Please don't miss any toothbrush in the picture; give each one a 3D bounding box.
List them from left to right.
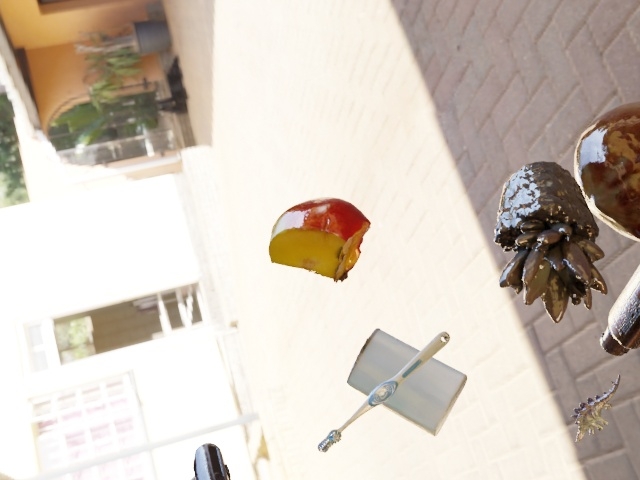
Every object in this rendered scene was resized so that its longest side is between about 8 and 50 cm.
[{"bbox_3d":[0.141,0.327,1.561,0.040,0.386,0.040,46,163,18],"label":"toothbrush"}]

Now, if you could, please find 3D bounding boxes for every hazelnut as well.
[{"bbox_3d":[0.880,-0.179,1.909,0.353,0.420,0.421,-53,49,52],"label":"hazelnut"}]

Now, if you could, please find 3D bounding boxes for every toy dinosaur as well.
[{"bbox_3d":[0.669,0.411,1.739,0.039,0.082,0.209,-93,27,-66],"label":"toy dinosaur"}]

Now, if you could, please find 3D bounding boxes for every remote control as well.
[{"bbox_3d":[-0.254,0.583,1.734,0.266,0.090,0.066,-131,48,-62],"label":"remote control"}]

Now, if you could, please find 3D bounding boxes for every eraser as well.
[{"bbox_3d":[0.235,0.387,1.979,0.290,0.189,0.104,27,158,22],"label":"eraser"}]

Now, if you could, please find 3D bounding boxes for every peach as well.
[{"bbox_3d":[-0.002,-0.007,1.032,0.151,0.151,0.119,-163,91,-75],"label":"peach"}]

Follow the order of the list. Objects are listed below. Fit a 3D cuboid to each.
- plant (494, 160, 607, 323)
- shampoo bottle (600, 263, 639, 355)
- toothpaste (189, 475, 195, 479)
[{"bbox_3d":[0.462,0.003,1.443,0.181,0.194,0.321,-43,29,45],"label":"plant"},{"bbox_3d":[0.765,0.166,1.720,0.323,0.084,0.129,93,171,-49],"label":"shampoo bottle"},{"bbox_3d":[-0.388,0.697,1.757,0.100,0.323,0.066,53,149,7],"label":"toothpaste"}]
